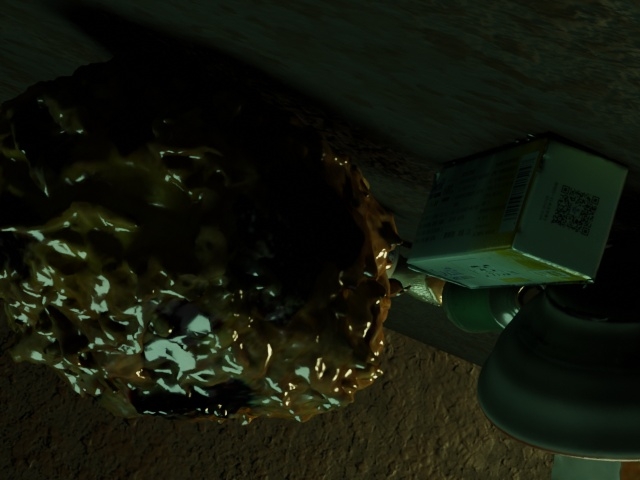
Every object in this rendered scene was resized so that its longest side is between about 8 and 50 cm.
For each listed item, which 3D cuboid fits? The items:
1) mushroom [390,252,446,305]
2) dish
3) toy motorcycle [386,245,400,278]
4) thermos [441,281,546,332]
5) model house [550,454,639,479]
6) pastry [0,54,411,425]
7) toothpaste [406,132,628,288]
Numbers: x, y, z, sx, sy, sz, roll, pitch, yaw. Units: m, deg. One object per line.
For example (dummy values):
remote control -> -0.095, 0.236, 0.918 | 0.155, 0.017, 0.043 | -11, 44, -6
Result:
mushroom -> 0.067, 0.017, 2.175 | 0.202, 0.054, 0.059 | 25, 171, 33
dish -> 0.234, 0.058, 1.369 | 0.260, 0.085, 0.260 | -9, -160, 3
toy motorcycle -> 0.000, 0.000, 1.986 | 0.150, 0.102, 0.221 | 13, -179, -10
thermos -> 0.186, 0.055, 1.981 | 0.073, 0.083, 0.187 | 1, 178, -14
model house -> 0.297, 0.202, 1.528 | 0.271, 0.301, 0.190 | 12, -175, 40
pastry -> -0.102, 0.016, 1.617 | 0.337, 0.292, 0.405 | 10, 162, 11
toothpaste -> 0.133, -0.015, 1.412 | 0.071, 0.089, 0.313 | 18, 175, -10
